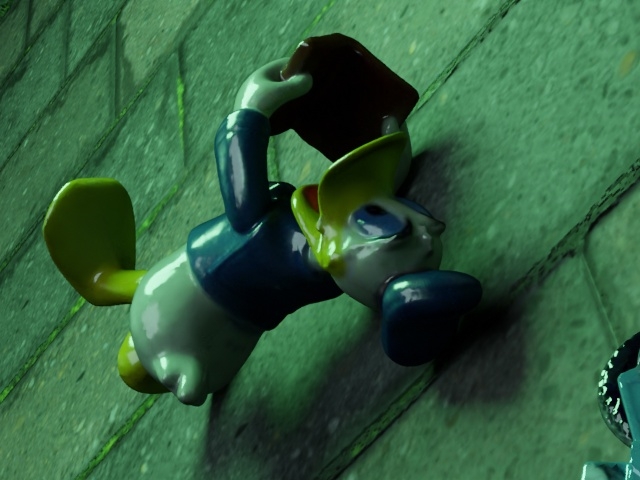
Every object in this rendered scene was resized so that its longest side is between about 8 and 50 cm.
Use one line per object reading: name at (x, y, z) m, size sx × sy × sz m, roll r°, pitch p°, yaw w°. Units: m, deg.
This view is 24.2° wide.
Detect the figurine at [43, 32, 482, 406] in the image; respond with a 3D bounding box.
figurine at (0.000, 0.000, 1.006) m, size 0.338 × 0.204 × 0.283 m, roll 16°, pitch 71°, yaw 51°

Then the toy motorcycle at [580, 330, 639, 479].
toy motorcycle at (0.179, 0.114, 0.541) m, size 0.182 × 0.123 × 0.272 m, roll -3°, pitch 43°, yaw 22°
